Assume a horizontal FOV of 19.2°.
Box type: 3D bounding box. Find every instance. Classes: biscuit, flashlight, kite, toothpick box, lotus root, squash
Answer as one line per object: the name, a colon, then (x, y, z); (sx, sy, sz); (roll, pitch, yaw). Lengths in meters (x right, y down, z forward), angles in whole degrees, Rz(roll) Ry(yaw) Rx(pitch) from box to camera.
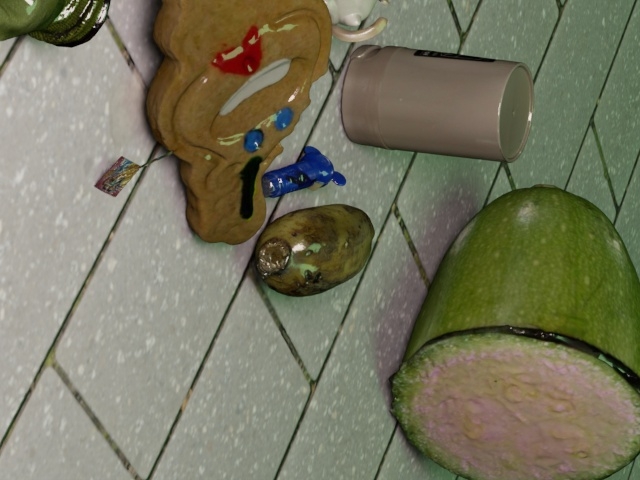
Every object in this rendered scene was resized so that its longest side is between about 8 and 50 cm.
biscuit: (-0.072, -0.125, 1.678); (0.183, 0.047, 0.319); (-15, 132, -33)
flashlight: (-0.024, -0.062, 1.894); (0.121, 0.057, 0.035); (-23, 156, -54)
kite: (-0.160, -0.064, 1.617); (0.078, 0.002, 0.044); (-38, 151, -12)
toothpick box: (0.123, -0.144, 2.000); (0.111, 0.181, 0.111); (-33, 128, -58)
lotus root: (-0.007, 0.009, 1.888); (0.179, 0.080, 0.089); (-16, 123, -57)
squash: (0.251, 0.092, 2.267); (0.310, 0.310, 0.309); (71, 23, -43)

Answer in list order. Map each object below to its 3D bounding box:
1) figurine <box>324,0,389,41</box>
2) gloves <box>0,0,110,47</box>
figurine: (0.026, -0.256, 1.858); (0.153, 0.132, 0.132); (70, 36, -63)
gloves: (-0.230, -0.203, 1.365); (0.268, 0.107, 0.135); (44, 65, -79)
